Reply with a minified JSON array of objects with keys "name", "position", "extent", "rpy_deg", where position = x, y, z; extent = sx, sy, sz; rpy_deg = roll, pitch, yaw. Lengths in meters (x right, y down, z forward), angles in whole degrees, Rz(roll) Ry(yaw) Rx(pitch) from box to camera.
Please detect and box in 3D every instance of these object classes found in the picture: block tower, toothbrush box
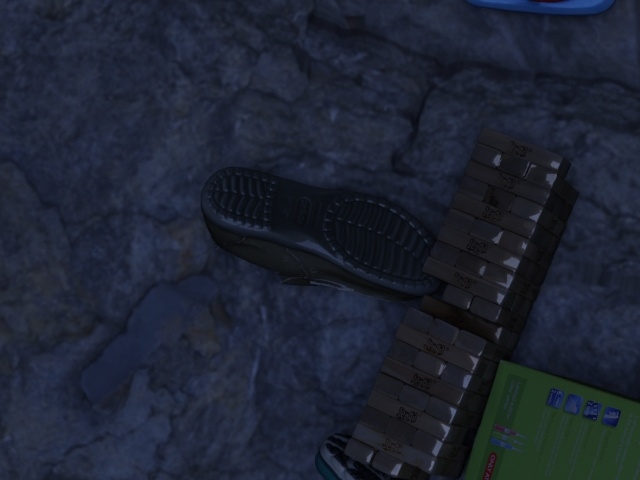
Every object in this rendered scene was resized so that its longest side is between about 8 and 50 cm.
[{"name":"block tower","position":[0.141,0.069,1.552],"extent":[0.091,0.097,0.335],"rpy_deg":[23,89,25]},{"name":"toothbrush box","position":[0.272,0.247,1.476],"extent":[0.283,0.122,0.206],"rpy_deg":[15,88,46]}]

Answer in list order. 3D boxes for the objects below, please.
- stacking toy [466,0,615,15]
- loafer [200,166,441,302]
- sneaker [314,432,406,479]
[{"name":"stacking toy","position":[0.201,-0.301,1.445],"extent":[0.165,0.302,0.175],"rpy_deg":[5,93,8]},{"name":"loafer","position":[0.000,0.000,1.611],"extent":[0.251,0.087,0.094],"rpy_deg":[21,59,-2]},{"name":"sneaker","position":[0.080,0.312,1.602],"extent":[0.110,0.107,0.275],"rpy_deg":[-41,85,21]}]
